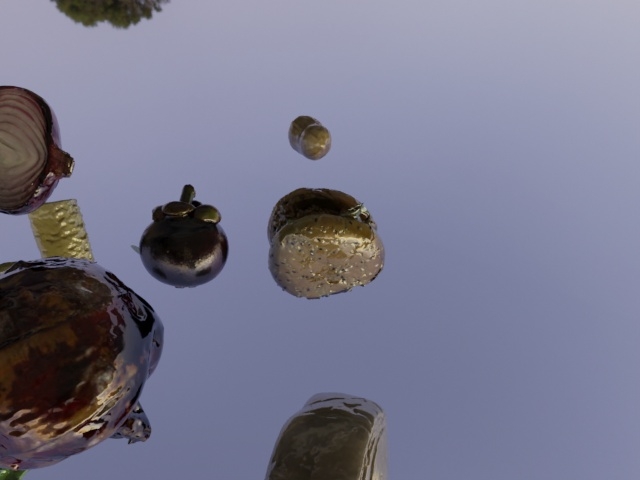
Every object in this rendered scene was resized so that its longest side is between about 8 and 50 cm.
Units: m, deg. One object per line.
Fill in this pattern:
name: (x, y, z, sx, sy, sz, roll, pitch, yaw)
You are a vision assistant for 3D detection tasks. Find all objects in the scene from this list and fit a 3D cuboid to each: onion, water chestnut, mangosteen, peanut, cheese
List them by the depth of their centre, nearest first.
water chestnut: (-0.329, 0.156, 0.552, 0.245, 0.289, 0.288, 15, -139, -37)
onion: (-0.483, -0.140, 0.708, 0.151, 0.098, 0.205, 13, -94, -14)
mangosteen: (-0.297, -0.010, 0.937, 0.195, 0.230, 0.194, 5, -175, 0)
cheese: (-0.619, -0.012, 1.012, 0.123, 0.167, 0.094, -5, -168, 25)
peanut: (-0.031, -0.291, 1.200, 0.111, 0.120, 0.236, -9, -159, -8)

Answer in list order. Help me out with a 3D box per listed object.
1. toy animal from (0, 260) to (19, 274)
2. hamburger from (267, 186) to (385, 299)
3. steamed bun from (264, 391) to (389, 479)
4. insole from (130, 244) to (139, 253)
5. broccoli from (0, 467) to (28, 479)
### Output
toy animal: (-0.625, 0.130, 0.745, 0.103, 0.101, 0.218, 33, -89, 51)
hamburger: (0.000, 0.000, 1.145, 0.318, 0.276, 0.195, -16, -134, 12)
steamed bun: (0.011, 0.510, 0.906, 0.247, 0.236, 0.383, 5, -122, 23)
insole: (-0.465, 0.058, 1.183, 0.053, 0.152, 0.002, -3, -128, 37)
broccoli: (-0.688, 0.434, 0.957, 0.270, 0.270, 0.269, 7, -108, -1)
